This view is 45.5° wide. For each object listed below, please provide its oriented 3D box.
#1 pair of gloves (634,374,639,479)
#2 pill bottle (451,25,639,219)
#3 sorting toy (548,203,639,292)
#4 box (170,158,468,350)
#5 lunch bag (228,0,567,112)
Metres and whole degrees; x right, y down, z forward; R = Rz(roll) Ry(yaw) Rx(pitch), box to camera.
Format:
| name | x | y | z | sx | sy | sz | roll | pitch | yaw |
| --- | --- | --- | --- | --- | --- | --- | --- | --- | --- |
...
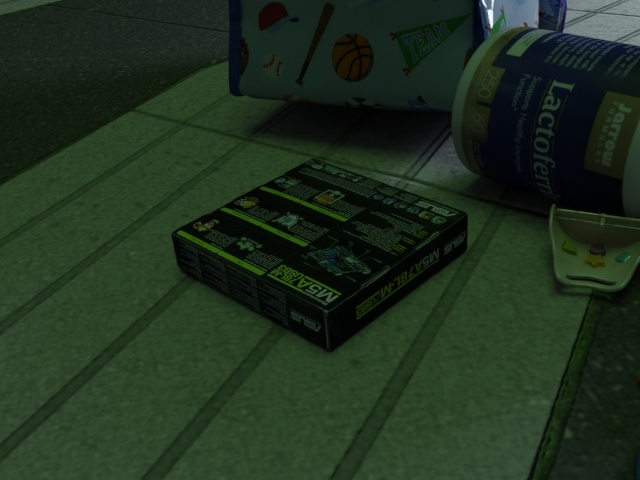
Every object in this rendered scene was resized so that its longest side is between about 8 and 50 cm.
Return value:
| name | x | y | z | sx | sy | sz | roll | pitch | yaw |
| --- | --- | --- | --- | --- | --- | --- | --- | --- | --- |
| pair of gloves | 0.276 | 0.110 | 0.426 | 0.198 | 0.023 | 0.159 | -12 | 25 | 18 |
| pill bottle | 0.264 | -0.098 | 0.685 | 0.153 | 0.153 | 0.265 | -30 | 38 | -34 |
| sorting toy | 0.223 | 0.013 | 0.620 | 0.083 | 0.044 | 0.075 | 10 | 41 | 22 |
| box | 0.000 | 0.000 | 0.669 | 0.191 | 0.045 | 0.184 | 23 | 43 | 37 |
| lunch bag | 0.116 | -0.296 | 0.973 | 0.328 | 0.238 | 0.385 | 12 | 19 | 27 |
